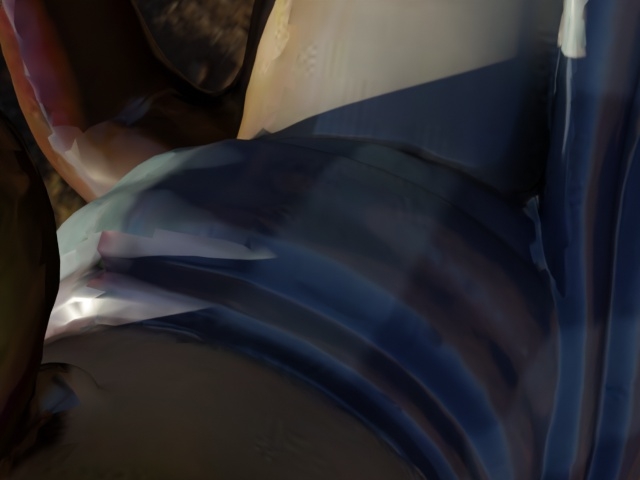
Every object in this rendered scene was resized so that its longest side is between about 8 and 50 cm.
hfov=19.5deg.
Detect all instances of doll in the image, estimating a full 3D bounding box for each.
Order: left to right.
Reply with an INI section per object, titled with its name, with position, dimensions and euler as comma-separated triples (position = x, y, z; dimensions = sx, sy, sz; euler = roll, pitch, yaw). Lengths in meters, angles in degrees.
[doll]
position = 0.001, -0.002, 0.413
dimensions = 0.318, 0.340, 0.209
euler = 28, 163, -2
